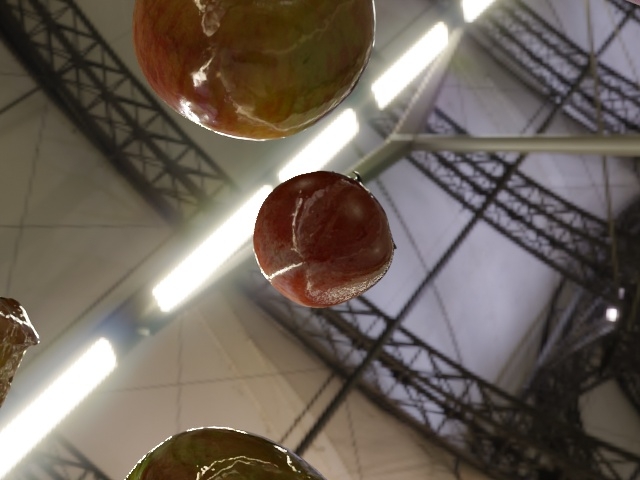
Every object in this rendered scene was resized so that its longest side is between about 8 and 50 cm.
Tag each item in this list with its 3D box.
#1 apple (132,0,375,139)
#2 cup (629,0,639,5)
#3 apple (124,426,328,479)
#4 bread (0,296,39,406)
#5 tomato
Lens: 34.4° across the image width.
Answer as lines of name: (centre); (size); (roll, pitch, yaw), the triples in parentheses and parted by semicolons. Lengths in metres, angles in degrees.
apple: (-0.079, -0.276, 1.270); (0.301, 0.301, 0.302); (-8, -80, -56)
cup: (0.213, -0.277, 0.778); (0.288, 0.203, 0.203); (15, -100, -35)
apple: (-0.063, 0.219, 0.655); (0.196, 0.196, 0.196); (-8, -80, -56)
bread: (-0.560, 0.136, 1.349); (0.358, 0.336, 0.204); (37, -111, -75)
tomato: (0.000, 0.000, 1.218); (0.167, 0.167, 0.167); (-8, -80, -56)
